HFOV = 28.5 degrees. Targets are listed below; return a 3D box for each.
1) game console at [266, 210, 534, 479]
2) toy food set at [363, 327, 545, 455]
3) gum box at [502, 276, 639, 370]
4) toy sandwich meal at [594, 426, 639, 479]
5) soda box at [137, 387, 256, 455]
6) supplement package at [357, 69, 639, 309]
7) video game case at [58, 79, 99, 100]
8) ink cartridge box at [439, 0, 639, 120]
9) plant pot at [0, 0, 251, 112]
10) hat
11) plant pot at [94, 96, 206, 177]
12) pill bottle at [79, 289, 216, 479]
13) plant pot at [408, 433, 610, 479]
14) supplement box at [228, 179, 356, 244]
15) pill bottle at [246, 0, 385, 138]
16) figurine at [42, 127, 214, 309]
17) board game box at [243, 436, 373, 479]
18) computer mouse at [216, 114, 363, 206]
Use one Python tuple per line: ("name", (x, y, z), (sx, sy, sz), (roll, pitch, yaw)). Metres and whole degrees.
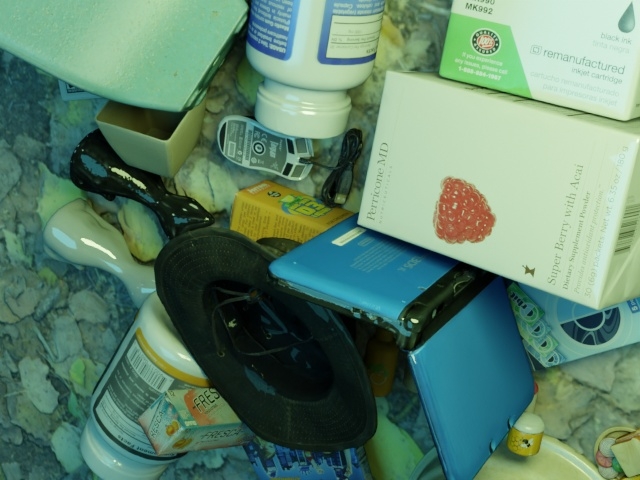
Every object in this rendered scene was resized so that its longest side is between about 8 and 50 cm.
("game console", (0.097, 0.101, 1.355), (0.250, 0.293, 0.173), (19, 111, 20))
("toy food set", (0.170, 0.158, 1.497), (0.232, 0.111, 0.104), (21, 117, 28))
("gum box", (0.297, 0.049, 1.425), (0.184, 0.041, 0.157), (-21, 94, 36))
("toy sandwich meal", (0.356, 0.255, 1.465), (0.085, 0.029, 0.085), (11, 112, 29))
("soda box", (-0.144, 0.227, 1.606), (0.063, 0.183, 0.058), (-45, 64, 23))
("supplement package", (0.215, -0.063, 1.321), (0.293, 0.175, 0.177), (20, 107, 34))
("video game case", (-0.281, -0.289, 1.682), (0.212, 0.023, 0.193), (-1, 106, 33))
("ink cartridge box", (0.257, -0.288, 1.266), (0.211, 0.121, 0.289), (17, 108, 25))
("plant pot", (-0.220, -0.280, 1.489), (0.252, 0.248, 0.247), (33, 96, -4))
("hat", (-0.038, 0.095, 1.516), (0.331, 0.134, 0.331), (23, 136, 25))
("plant pot", (-0.212, -0.146, 1.630), (0.109, 0.109, 0.096), (18, 145, 17))
("pill bottle", (-0.220, 0.206, 1.730), (0.162, 0.162, 0.278), (42, 124, 13))
("plant pot", (0.178, 0.429, 1.469), (0.334, 0.305, 0.334), (11, 111, 28))
("supplement box", (0.000, 0.000, 1.572), (0.233, 0.078, 0.080), (19, 116, 25))
("pill bottle", (-0.004, -0.262, 1.439), (0.152, 0.152, 0.272), (22, 117, 24))
("figurine", (-0.261, -0.014, 1.731), (0.209, 0.092, 0.215), (36, 123, 12))
("board game box", (-0.012, 0.302, 1.694), (0.194, 0.060, 0.194), (-9, 102, 34))
("computer mouse", (-0.039, -0.115, 1.581), (0.193, 0.042, 0.106), (21, 121, 19))
